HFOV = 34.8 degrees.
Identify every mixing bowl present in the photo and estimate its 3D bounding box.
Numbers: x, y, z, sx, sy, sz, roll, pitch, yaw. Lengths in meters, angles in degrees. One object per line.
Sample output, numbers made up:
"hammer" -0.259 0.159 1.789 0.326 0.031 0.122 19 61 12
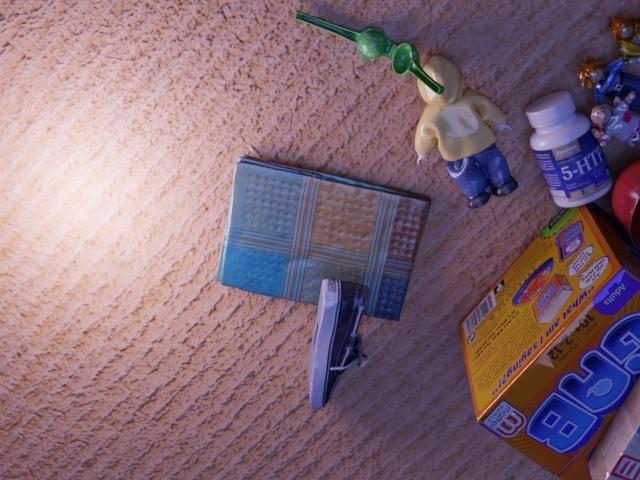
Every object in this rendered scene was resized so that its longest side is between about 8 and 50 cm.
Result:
"mixing bowl" 0.579 -0.080 1.787 0.181 0.098 0.181 -16 126 -23

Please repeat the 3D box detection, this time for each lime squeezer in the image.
"lime squeezer" 0.101 -0.324 1.770 0.310 0.110 0.059 33 131 22

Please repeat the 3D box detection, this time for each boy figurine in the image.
"boy figurine" 0.242 -0.196 1.815 0.177 0.092 0.285 -26 108 13

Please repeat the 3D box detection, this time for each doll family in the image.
"doll family" 0.534 -0.291 1.754 0.163 0.118 0.263 19 111 -24

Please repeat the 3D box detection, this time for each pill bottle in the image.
"pill bottle" 0.435 -0.163 1.806 0.112 0.112 0.187 -24 109 12

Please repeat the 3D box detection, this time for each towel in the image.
"towel" 0.000 0.000 1.936 0.370 0.040 0.271 12 113 -4

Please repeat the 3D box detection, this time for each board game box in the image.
"board game box" 0.506 0.202 1.817 0.356 0.356 0.356 35 110 -11

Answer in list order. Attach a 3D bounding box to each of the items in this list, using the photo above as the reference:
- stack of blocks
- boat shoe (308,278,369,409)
"stack of blocks" 0.572 0.290 1.609 0.171 0.087 0.297 20 112 -6
"boat shoe" 0.037 0.206 1.969 0.105 0.113 0.306 5 119 -5
